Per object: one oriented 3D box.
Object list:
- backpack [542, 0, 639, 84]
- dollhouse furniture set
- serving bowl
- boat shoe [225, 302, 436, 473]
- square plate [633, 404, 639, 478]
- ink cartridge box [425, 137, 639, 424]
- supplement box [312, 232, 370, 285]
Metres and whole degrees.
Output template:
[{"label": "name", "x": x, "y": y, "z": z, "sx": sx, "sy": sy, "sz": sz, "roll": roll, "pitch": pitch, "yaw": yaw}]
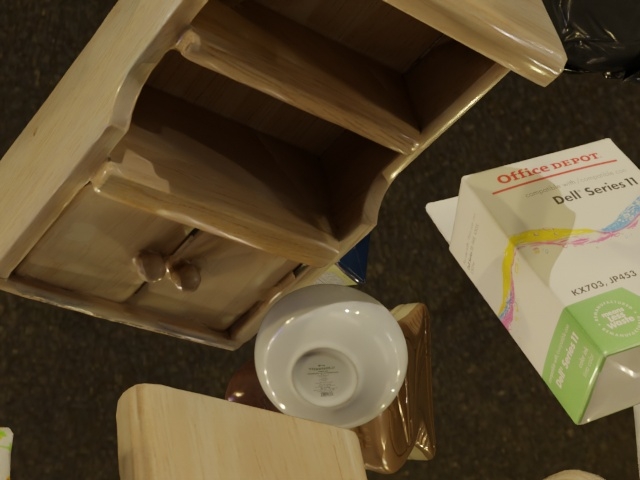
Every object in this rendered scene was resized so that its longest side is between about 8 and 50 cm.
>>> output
[{"label": "backpack", "x": 0.260, "y": -0.203, "z": 0.973, "sx": 0.152, "sy": 0.182, "sz": 0.115, "roll": 11, "pitch": 97, "yaw": 25}, {"label": "dollhouse furniture set", "x": -0.008, "y": 0.072, "z": 0.422, "sx": 0.362, "sy": 0.394, "sz": 0.256, "roll": 19, "pitch": 132, "yaw": -34}, {"label": "serving bowl", "x": 0.004, "y": 0.066, "z": 0.567, "sx": 0.083, "sy": 0.027, "sz": 0.083, "roll": 3, "pitch": 111, "yaw": 7}, {"label": "boat shoe", "x": 0.016, "y": 0.110, "z": 0.795, "sx": 0.123, "sy": 0.342, "sz": 0.123, "roll": -3, "pitch": 87, "yaw": 12}, {"label": "square plate", "x": 0.608, "y": 0.186, "z": 1.507, "sx": 0.344, "sy": 0.347, "sz": 0.049, "roll": -8, "pitch": 143, "yaw": 17}, {"label": "ink cartridge box", "x": 0.284, "y": 0.010, "z": 1.194, "sx": 0.207, "sy": 0.353, "sz": 0.119, "roll": -16, "pitch": 137, "yaw": -19}, {"label": "supplement box", "x": 0.000, "y": 0.000, "z": 1.081, "sx": 0.083, "sy": 0.083, "sz": 0.056, "roll": -8, "pitch": 150, "yaw": 29}]
